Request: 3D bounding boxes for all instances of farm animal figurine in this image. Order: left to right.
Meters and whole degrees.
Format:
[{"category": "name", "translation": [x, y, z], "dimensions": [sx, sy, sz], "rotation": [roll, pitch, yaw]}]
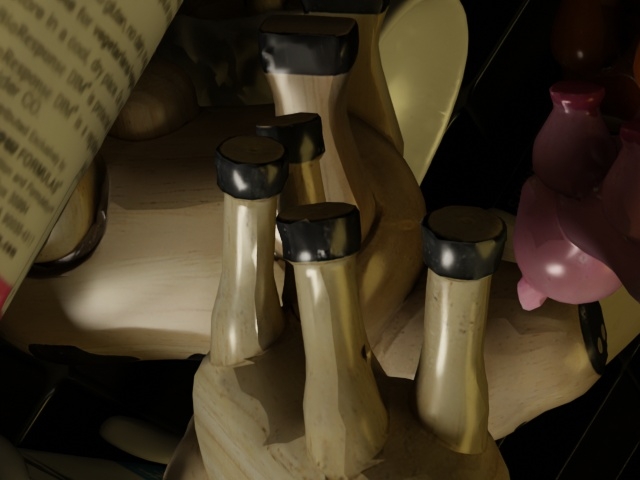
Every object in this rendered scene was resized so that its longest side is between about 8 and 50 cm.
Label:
[{"category": "farm animal figurine", "translation": [0.004, 0.010, 0.625], "dimensions": [0.330, 0.326, 0.172], "rotation": [-33, 128, -53]}]

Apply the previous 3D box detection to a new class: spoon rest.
[{"category": "spoon rest", "translation": [0.000, 0.000, 0.943], "dimensions": [0.276, 0.084, 0.137], "rotation": [-59, 158, 1]}]

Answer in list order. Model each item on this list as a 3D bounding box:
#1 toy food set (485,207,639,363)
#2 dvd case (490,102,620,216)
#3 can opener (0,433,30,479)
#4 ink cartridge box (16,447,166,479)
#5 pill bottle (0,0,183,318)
[{"category": "toy food set", "translation": [0.218, -0.048, 1.289], "dimensions": [0.306, 0.092, 0.220], "rotation": [-41, 153, -19]}, {"category": "dvd case", "translation": [0.193, -0.050, 1.364], "dimensions": [0.179, 0.029, 0.238], "rotation": [-61, 157, 3]}, {"category": "can opener", "translation": [-0.219, 0.117, 0.549], "dimensions": [0.283, 0.076, 0.095], "rotation": [-31, -176, -9]}, {"category": "ink cartridge box", "translation": [-0.140, 0.215, 0.852], "dimensions": [0.223, 0.129, 0.307], "rotation": [-60, 159, 2]}, {"category": "pill bottle", "translation": [-0.092, -0.121, 0.479], "dimensions": [0.283, 0.160, 0.160], "rotation": [-62, 159, -10]}]
